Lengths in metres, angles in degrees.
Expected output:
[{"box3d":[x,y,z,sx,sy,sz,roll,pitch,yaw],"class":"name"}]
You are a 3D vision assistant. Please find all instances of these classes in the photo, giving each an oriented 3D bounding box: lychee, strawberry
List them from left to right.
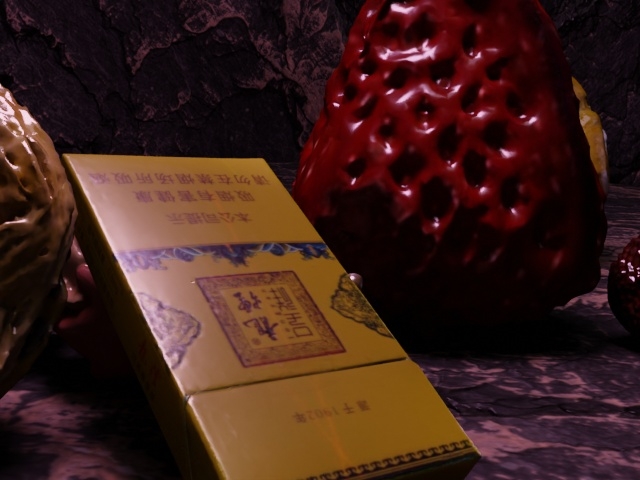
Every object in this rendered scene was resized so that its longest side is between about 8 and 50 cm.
[{"box3d":[0.118,-0.088,0.829,0.317,0.345,0.295,7,11,24],"class":"strawberry"},{"box3d":[0.329,0.042,0.792,0.123,0.123,0.129,8,11,28],"class":"lychee"}]

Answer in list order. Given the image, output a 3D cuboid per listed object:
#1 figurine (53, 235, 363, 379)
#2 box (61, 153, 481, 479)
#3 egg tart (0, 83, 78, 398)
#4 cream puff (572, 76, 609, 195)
[{"box3d":[-0.165,0.020,0.647,0.386,0.166,0.207,3,13,14],"class":"figurine"},{"box3d":[-0.044,0.043,0.510,0.153,0.041,0.279,-2,41,-36],"class":"box"},{"box3d":[-0.252,0.010,0.523,0.240,0.241,0.106,5,-12,12],"class":"egg tart"},{"box3d":[0.245,-0.089,1.244,0.378,0.276,0.378,-16,-13,-4],"class":"cream puff"}]
